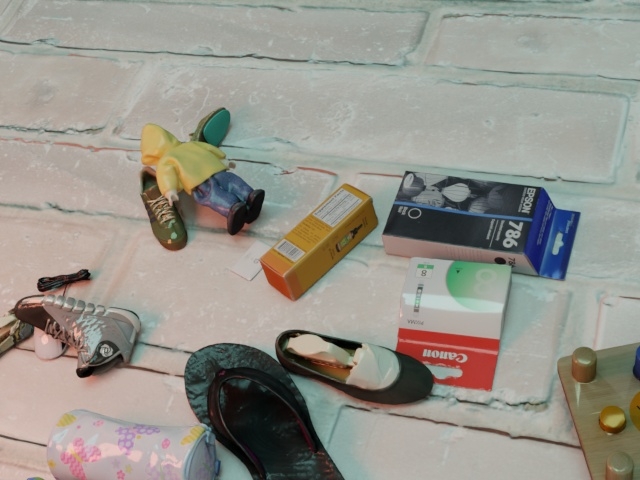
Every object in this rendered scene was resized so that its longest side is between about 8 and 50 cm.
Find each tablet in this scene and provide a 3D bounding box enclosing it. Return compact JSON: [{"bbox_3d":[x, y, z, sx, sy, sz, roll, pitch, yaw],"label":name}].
[{"bbox_3d":[-0.128,0.037,1.864,0.054,0.006,0.083,27,63,30],"label":"tablet"}]

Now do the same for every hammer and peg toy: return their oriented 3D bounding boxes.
[{"bbox_3d":[0.555,0.243,1.447,0.361,0.127,0.266,-12,48,4],"label":"hammer and peg toy"}]

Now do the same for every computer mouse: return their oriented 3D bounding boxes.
[{"bbox_3d":[-0.499,0.135,1.854,0.106,0.042,0.193,-6,50,8],"label":"computer mouse"}]

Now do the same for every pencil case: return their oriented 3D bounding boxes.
[{"bbox_3d":[-0.303,0.345,1.583,0.273,0.113,0.124,3,82,18],"label":"pencil case"}]

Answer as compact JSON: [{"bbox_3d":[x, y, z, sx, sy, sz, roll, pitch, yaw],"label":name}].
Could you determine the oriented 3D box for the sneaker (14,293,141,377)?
[{"bbox_3d":[-0.444,0.177,1.755,0.228,0.086,0.132,8,60,-4],"label":"sneaker"}]

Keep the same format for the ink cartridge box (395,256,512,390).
[{"bbox_3d":[0.220,0.135,1.668,0.180,0.056,0.225,5,52,19],"label":"ink cartridge box"}]

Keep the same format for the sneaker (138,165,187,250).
[{"bbox_3d":[-0.322,-0.070,1.947,0.064,0.086,0.192,-24,50,-5],"label":"sneaker"}]

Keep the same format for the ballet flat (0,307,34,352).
[{"bbox_3d":[-0.624,0.191,1.826,0.188,0.070,0.070,-40,53,-18],"label":"ballet flat"}]

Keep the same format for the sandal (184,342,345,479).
[{"bbox_3d":[-0.082,0.302,1.570,0.167,0.107,0.446,-33,51,-13],"label":"sandal"}]

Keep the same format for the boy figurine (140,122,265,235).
[{"bbox_3d":[-0.252,-0.126,1.913,0.285,0.092,0.177,33,48,16],"label":"boy figurine"}]

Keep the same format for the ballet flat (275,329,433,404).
[{"bbox_3d":[0.045,0.206,1.623,0.280,0.096,0.095,9,67,21],"label":"ballet flat"}]

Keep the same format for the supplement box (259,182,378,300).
[{"bbox_3d":[0.000,0.000,1.816,0.233,0.078,0.080,-40,50,-19],"label":"supplement box"}]

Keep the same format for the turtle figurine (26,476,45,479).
[{"bbox_3d":[-0.540,0.473,1.495,0.197,0.274,0.266,-24,44,41],"label":"turtle figurine"}]

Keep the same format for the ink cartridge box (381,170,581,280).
[{"bbox_3d":[0.291,-0.032,1.779,0.332,0.065,0.165,8,54,19],"label":"ink cartridge box"}]

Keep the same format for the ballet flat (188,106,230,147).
[{"bbox_3d":[-0.256,-0.202,2.051,0.067,0.073,0.206,4,50,28],"label":"ballet flat"}]
